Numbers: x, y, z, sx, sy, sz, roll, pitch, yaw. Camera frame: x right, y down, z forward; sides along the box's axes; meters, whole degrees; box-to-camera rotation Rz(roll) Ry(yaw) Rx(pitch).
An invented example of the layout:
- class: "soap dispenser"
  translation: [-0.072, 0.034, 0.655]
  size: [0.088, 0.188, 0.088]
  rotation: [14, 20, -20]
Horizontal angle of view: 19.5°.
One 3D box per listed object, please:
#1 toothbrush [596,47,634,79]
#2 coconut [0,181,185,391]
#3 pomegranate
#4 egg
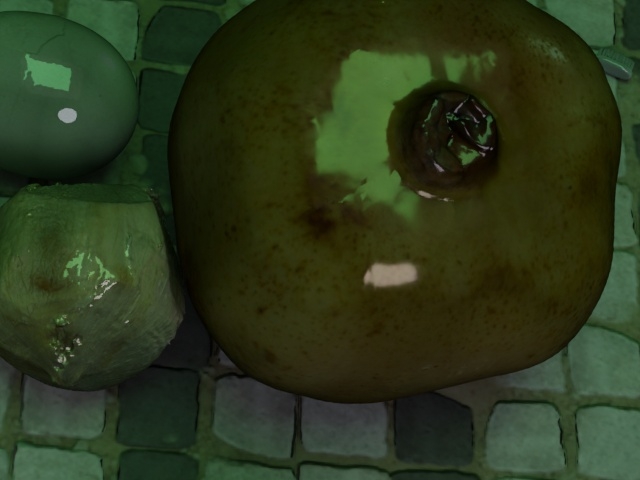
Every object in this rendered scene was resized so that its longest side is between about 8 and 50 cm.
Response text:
- class: "toothbrush"
  translation: [0.201, -0.232, 1.943]
  size: [0.276, 0.019, 0.025]
  rotation: [25, 52, 5]
- class: "coconut"
  translation: [-0.209, 0.044, 1.608]
  size: [0.194, 0.194, 0.194]
  rotation: [5, 58, -8]
- class: "pomegranate"
  translation: [0.067, -0.049, 1.590]
  size: [0.417, 0.416, 0.416]
  rotation: [5, 58, -8]
- class: "egg"
  translation: [-0.271, -0.137, 1.720]
  size: [0.209, 0.151, 0.151]
  rotation: [17, 57, 2]
